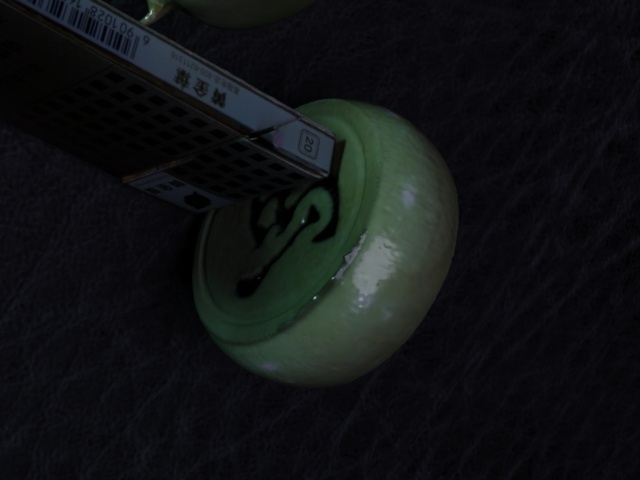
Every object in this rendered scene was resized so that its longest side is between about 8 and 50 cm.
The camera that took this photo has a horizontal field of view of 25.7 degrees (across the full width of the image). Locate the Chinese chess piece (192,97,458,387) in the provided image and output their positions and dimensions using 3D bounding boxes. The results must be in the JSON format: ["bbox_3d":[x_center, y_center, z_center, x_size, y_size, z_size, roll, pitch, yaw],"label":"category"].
[{"bbox_3d":[0.000,0.000,1.179,0.101,0.250,0.250,31,86,-35],"label":"Chinese chess piece"}]

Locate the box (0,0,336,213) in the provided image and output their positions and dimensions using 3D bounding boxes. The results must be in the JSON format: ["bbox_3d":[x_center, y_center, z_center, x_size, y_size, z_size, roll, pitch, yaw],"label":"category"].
[{"bbox_3d":[-0.164,-0.112,1.083,0.325,0.180,0.047,28,63,-36],"label":"box"}]

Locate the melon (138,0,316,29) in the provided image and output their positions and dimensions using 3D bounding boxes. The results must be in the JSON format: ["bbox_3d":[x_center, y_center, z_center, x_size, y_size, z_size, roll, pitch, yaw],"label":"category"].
[{"bbox_3d":[-0.067,-0.303,1.047,0.272,0.272,0.307,-4,101,-32],"label":"melon"}]
